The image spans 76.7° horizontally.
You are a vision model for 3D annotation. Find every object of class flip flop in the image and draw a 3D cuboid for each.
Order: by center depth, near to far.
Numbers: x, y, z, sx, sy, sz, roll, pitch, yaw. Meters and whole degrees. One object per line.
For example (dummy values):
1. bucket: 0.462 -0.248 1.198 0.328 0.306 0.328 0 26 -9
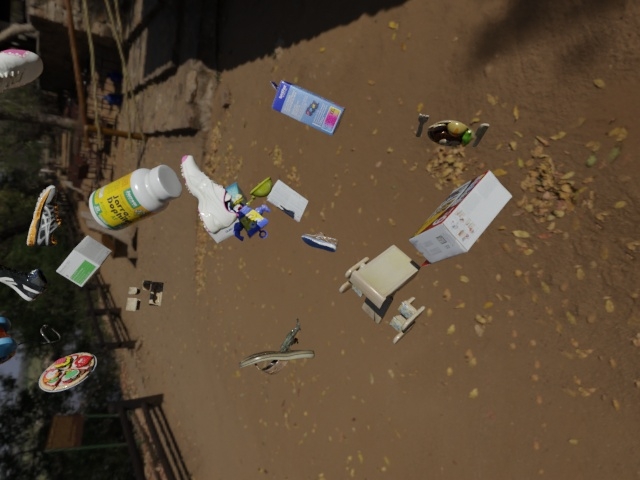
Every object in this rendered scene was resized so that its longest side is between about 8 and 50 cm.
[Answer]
1. flip flop: -0.156 0.445 1.472 0.112 0.277 0.080 147 120 -72

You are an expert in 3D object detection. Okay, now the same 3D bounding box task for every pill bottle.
1. pill bottle: -0.458 -0.110 1.015 0.208 0.117 0.117 -20 68 17

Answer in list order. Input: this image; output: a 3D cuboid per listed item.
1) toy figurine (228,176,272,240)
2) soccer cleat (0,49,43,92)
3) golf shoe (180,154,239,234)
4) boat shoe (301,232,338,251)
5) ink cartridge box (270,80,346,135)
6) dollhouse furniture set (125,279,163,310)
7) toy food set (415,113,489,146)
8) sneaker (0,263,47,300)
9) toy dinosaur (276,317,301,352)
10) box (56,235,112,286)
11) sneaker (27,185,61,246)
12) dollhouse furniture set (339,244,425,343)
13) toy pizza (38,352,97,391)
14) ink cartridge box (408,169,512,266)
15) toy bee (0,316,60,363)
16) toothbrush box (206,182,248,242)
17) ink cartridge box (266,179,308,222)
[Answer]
1. toy figurine: -0.306 -0.101 1.870 0.217 0.362 0.191 46 158 7
2. soccer cleat: -0.989 -0.491 1.228 0.143 0.331 0.116 32 133 16
3. golf shoe: -0.408 -0.182 1.500 0.115 0.140 0.306 -96 -16 -83
4. boat shoe: 0.000 0.000 1.919 0.183 0.066 0.066 20 150 17
5. ink cartridge box: -0.080 -0.690 2.070 0.270 0.395 0.151 -73 6 -71
6. dollhouse furniture set: -0.806 0.260 1.895 0.123 0.151 0.144 -9 74 49
7. toy food set: 0.371 -0.303 1.169 0.132 0.192 0.038 75 -153 -72
8. sneaker: -1.229 0.138 1.666 0.121 0.217 0.079 -42 24 -5
9. toy dinosaur: -0.139 0.468 1.949 0.064 0.118 0.268 36 109 17
10. box: -0.714 0.062 1.225 0.101 0.087 0.102 -43 22 15
11. sneaker: -0.901 -0.078 1.338 0.084 0.083 0.215 38 109 53
12. dollhouse furniture set: 0.248 0.248 1.789 0.362 0.256 0.394 43 145 24
13. toy pizza: -0.979 0.501 1.567 0.201 0.201 0.032 35 137 50
14. ink cartridge box: 0.476 -0.069 1.447 0.130 0.309 0.272 48 155 -2
15. toy bee: -0.924 0.310 1.133 0.162 0.298 0.195 -41 44 -1
16. toothbrush box: -0.511 -0.155 2.211 0.216 0.126 0.295 -26 41 5
17. ink cartridge box: -0.192 -0.216 2.303 0.045 0.223 0.224 -45 16 37
